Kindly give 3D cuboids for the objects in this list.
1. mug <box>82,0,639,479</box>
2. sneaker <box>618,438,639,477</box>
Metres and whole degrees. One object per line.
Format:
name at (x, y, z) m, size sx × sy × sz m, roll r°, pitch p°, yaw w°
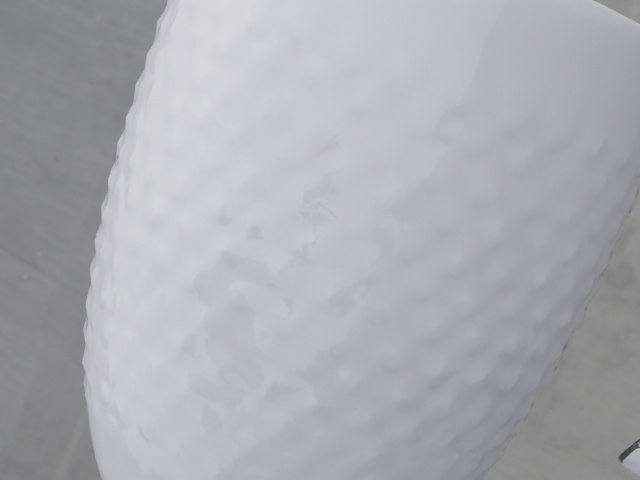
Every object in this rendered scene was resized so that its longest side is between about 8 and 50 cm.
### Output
mug at (0.000, 0.000, 0.685) m, size 0.374 × 0.276 × 0.328 m, roll -137°, pitch 67°, yaw -72°
sneaker at (0.206, 0.067, 0.455) m, size 0.077 × 0.072 × 0.178 m, roll 51°, pitch 136°, yaw 18°
